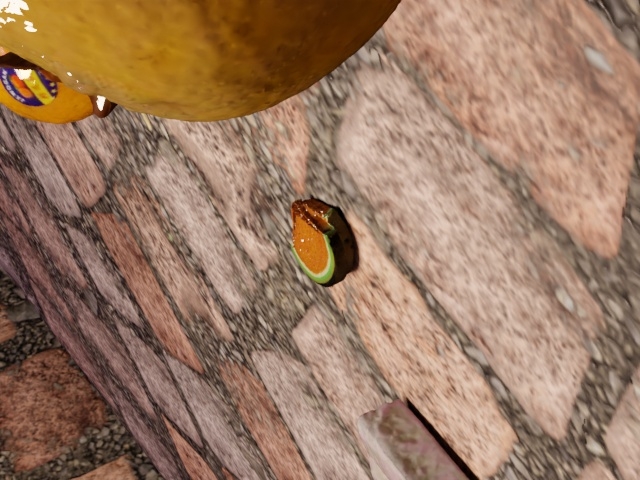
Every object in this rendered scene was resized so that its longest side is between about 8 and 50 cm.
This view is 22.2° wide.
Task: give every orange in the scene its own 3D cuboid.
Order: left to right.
[{"bbox_3d":[-0.228,-0.188,1.385,0.177,0.155,0.177,42,152,28],"label":"orange"}]

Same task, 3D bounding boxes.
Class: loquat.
[{"bbox_3d":[-0.078,-0.182,0.766,0.275,0.275,0.275,51,162,24],"label":"loquat"}]

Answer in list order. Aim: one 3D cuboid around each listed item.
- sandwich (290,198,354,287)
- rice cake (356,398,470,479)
[{"bbox_3d":[0.002,0.001,1.286,0.069,0.026,0.101,55,161,27],"label":"sandwich"},{"bbox_3d":[0.136,0.257,1.305,0.298,0.050,0.106,47,159,34],"label":"rice cake"}]
